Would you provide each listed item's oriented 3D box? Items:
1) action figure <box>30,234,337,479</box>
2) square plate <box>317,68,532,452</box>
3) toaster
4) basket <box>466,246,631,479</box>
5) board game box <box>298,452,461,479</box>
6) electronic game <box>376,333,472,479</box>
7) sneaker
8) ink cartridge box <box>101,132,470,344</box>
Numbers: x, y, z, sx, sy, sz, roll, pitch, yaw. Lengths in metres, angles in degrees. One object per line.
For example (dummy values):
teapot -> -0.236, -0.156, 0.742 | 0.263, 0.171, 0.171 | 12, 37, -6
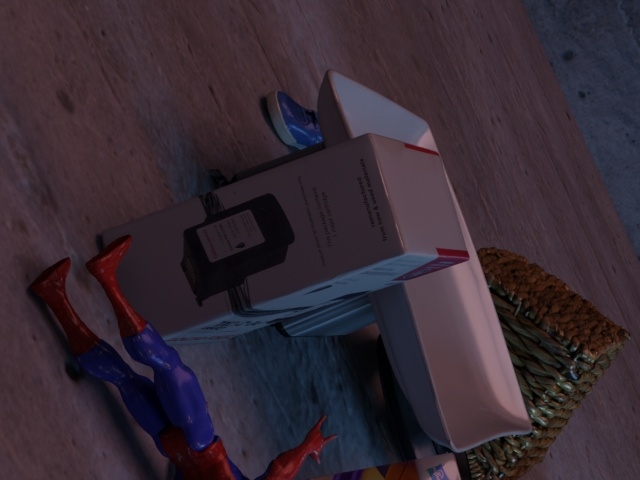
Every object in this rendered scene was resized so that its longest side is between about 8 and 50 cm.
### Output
action figure -> -0.089, 0.116, 1.163 | 0.280, 0.091, 0.139 | 63, 33, -13
square plate -> 0.096, 0.029, 1.472 | 0.347, 0.049, 0.344 | 11, 60, -71
toaster -> 0.000, 0.000, 1.497 | 0.185, 0.110, 0.168 | 8, 61, -67
basket -> 0.219, 0.151, 1.934 | 0.213, 0.223, 0.299 | 38, 14, 15
board game box -> 0.016, 0.332, 1.029 | 0.078, 0.233, 0.347 | 125, -46, -61
electronic game -> 0.109, 0.200, 1.660 | 0.229, 0.048, 0.229 | -19, 90, -78
sneaker -> 0.009, -0.123, 1.685 | 0.152, 0.084, 0.058 | 47, 28, -44
ink cartridge box -> -0.025, 0.005, 1.242 | 0.172, 0.237, 0.100 | 5, 67, -68
